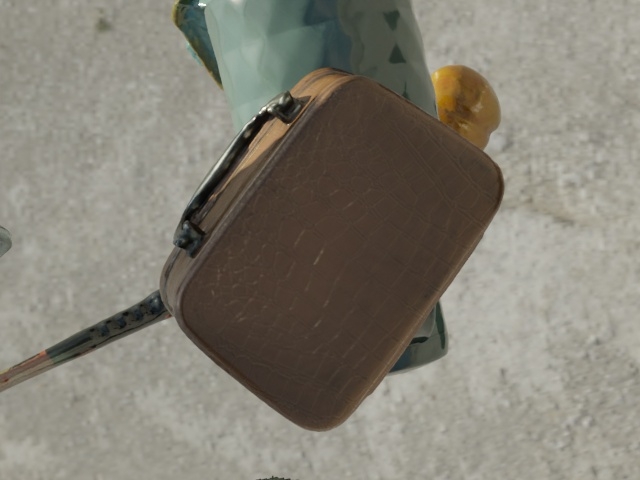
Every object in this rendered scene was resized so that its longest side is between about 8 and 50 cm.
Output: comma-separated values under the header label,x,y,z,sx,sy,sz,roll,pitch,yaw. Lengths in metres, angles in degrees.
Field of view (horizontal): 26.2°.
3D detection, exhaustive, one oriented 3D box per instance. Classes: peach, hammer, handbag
label,x,y,z,sx,sy,sz,roll,pitch,yaw
peach,0.196,-0.181,1.991,0.138,0.138,0.138,4,96,41
hammer,-0.268,0.117,1.382,0.033,0.287,0.111,54,153,21
handbag,0.000,0.000,0.802,0.193,0.151,0.072,-55,18,2

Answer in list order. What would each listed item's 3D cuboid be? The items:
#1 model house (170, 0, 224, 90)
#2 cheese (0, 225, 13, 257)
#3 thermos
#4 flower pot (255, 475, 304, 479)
label,x,y,z,sx,sy,sz,roll,pitch,yaw
model house,-0.096,-0.276,1.514,0.248,0.230,0.280,-3,133,37
cheese,-0.282,-0.016,0.811,0.127,0.235,0.050,-39,57,19
thermos,0.025,-0.048,0.941,0.182,0.145,0.287,162,93,-78
flower pot,-0.045,0.379,1.441,0.235,0.140,0.235,-1,105,-3
